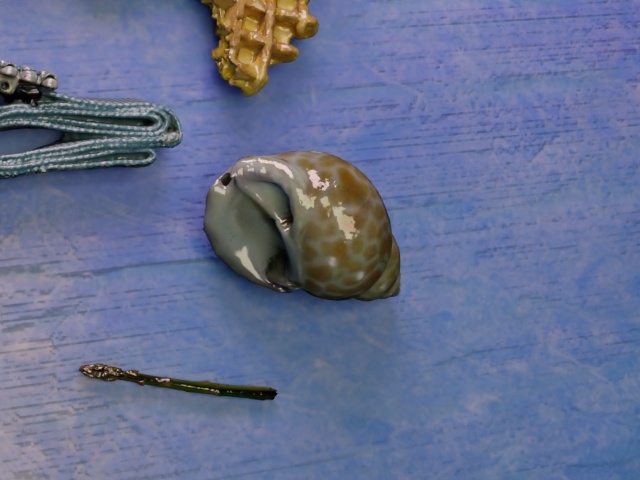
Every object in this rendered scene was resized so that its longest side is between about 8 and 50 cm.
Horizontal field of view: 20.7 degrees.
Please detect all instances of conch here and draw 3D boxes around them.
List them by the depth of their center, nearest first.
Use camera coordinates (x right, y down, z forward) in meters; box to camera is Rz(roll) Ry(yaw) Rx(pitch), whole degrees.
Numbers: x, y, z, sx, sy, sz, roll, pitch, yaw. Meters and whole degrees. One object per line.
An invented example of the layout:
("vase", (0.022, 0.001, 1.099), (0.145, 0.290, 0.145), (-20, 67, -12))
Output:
("conch", (-0.006, -0.014, 1.396), (0.173, 0.106, 0.116), (14, 102, -3))

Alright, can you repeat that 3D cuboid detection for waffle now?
("waffle", (-0.092, -0.211, 1.403), (0.149, 0.051, 0.194), (-45, 101, -22))

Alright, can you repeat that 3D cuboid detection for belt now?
("belt", (-0.197, -0.097, 1.347), (0.179, 0.065, 0.100), (-3, 94, -25))

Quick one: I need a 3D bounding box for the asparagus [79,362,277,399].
("asparagus", (-0.110, 0.113, 1.384), (0.166, 0.016, 0.013), (9, 123, -22))
